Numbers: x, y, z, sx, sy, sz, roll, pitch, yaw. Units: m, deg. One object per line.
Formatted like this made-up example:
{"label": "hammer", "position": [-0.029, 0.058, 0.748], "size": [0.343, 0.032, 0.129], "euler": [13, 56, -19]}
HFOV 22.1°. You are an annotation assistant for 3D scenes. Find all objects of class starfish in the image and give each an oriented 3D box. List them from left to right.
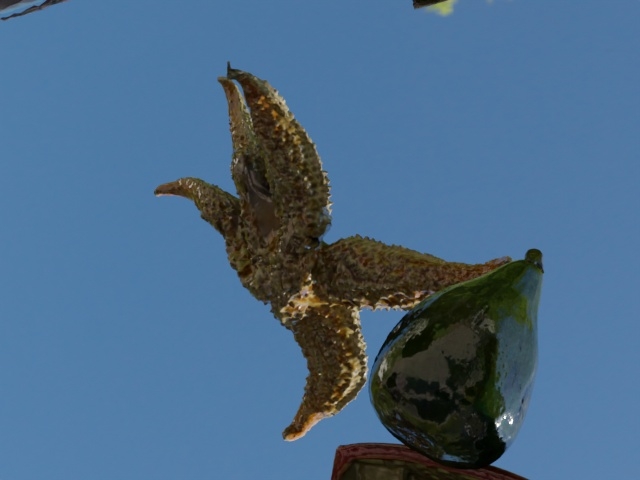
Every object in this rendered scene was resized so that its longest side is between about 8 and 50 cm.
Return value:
{"label": "starfish", "position": [-0.021, -0.016, 1.359], "size": [0.293, 0.084, 0.301], "euler": [56, -44, 8]}

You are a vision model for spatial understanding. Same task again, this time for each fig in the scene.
{"label": "fig", "position": [0.111, 0.073, 1.180], "size": [0.117, 0.117, 0.177], "euler": [27, -102, 26]}

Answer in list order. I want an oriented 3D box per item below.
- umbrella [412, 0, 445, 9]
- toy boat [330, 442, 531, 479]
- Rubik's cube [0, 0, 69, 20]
{"label": "umbrella", "position": [0.070, -0.125, 0.764], "size": [0.083, 0.031, 0.020], "euler": [-10, -61, 8]}
{"label": "toy boat", "position": [0.170, 0.235, 1.181], "size": [0.392, 0.079, 0.136], "euler": [15, -69, 37]}
{"label": "Rubik's cube", "position": [-0.247, -0.287, 1.087], "size": [0.231, 0.225, 0.221], "euler": [-10, -52, 34]}
